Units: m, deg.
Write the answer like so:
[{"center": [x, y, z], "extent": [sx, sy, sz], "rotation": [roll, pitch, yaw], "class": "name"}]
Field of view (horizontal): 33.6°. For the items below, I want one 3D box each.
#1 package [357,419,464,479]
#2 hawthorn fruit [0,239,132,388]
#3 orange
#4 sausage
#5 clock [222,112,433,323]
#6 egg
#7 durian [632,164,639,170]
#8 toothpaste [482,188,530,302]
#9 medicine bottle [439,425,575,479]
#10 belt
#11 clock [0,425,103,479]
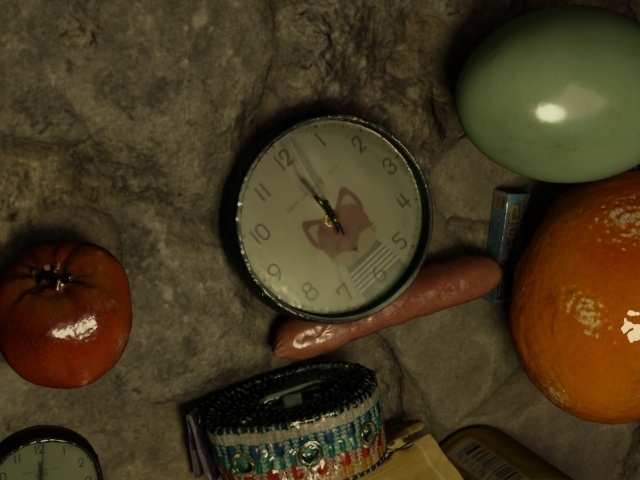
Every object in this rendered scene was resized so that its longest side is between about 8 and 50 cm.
[{"center": [0.070, 0.419, 1.706], "extent": [0.311, 0.221, 0.165], "rotation": [-17, 98, -28], "class": "package"}, {"center": [-0.348, 0.119, 1.442], "extent": [0.197, 0.196, 0.225], "rotation": [-20, 138, -21], "class": "hawthorn fruit"}, {"center": [0.484, 0.087, 1.740], "extent": [0.424, 0.326, 0.424], "rotation": [-56, 163, -27], "class": "orange"}, {"center": [0.117, 0.100, 1.708], "extent": [0.433, 0.088, 0.087], "rotation": [-18, 112, -20], "class": "sausage"}, {"center": [0.017, -0.032, 1.592], "extent": [0.325, 0.067, 0.325], "rotation": [-1, 93, -19], "class": "clock"}, {"center": [0.390, -0.227, 1.650], "extent": [0.389, 0.276, 0.276], "rotation": [-7, 108, -26], "class": "egg"}, {"center": [0.602, -0.121, 1.888], "extent": [0.187, 0.108, 0.119], "rotation": [-31, 117, -16], "class": "durian"}, {"center": [0.326, 0.009, 1.820], "extent": [0.070, 0.044, 0.193], "rotation": [-2, 106, -27], "class": "toothpaste"}, {"center": [0.351, 0.483, 1.776], "extent": [0.224, 0.384, 0.224], "rotation": [-8, 107, -26], "class": "medicine bottle"}, {"center": [-0.040, 0.305, 1.623], "extent": [0.295, 0.207, 0.160], "rotation": [-17, 110, -21], "class": "belt"}, {"center": [-0.407, 0.362, 1.545], "extent": [0.185, 0.040, 0.184], "rotation": [-8, 109, -25], "class": "clock"}]
